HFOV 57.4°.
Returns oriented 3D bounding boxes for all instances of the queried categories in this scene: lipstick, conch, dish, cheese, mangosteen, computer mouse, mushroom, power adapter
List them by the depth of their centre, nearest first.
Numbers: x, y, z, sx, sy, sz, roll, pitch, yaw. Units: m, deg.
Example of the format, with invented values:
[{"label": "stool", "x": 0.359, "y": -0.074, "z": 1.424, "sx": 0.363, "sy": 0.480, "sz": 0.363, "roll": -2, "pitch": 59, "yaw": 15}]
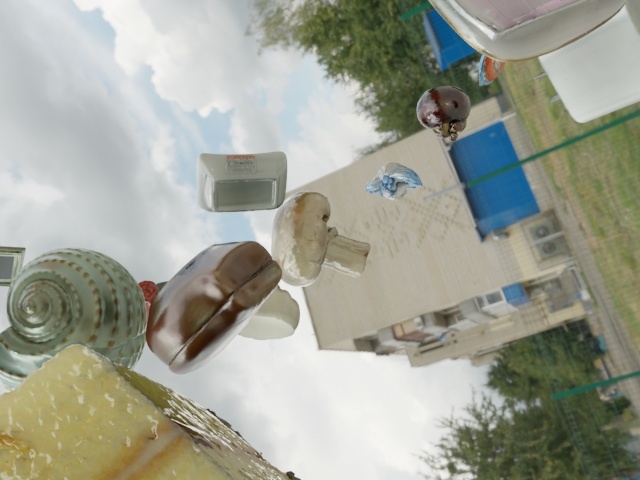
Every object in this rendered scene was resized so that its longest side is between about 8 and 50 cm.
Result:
[{"label": "computer mouse", "x": 0.217, "y": -0.254, "z": 0.604, "sx": 0.125, "sy": 0.245, "sz": 0.056, "roll": 54, "pitch": 156, "yaw": 17}, {"label": "power adapter", "x": 0.519, "y": -0.332, "z": 1.098, "sx": 0.124, "sy": 0.255, "sz": 0.187, "roll": -37, "pitch": -82, "yaw": -28}, {"label": "conch", "x": -0.443, "y": 0.174, "z": 1.123, "sx": 0.319, "sy": 0.215, "sz": 0.302, "roll": 26, "pitch": -106, "yaw": -53}, {"label": "dish", "x": -0.178, "y": -0.125, "z": 1.363, "sx": 0.077, "sy": 0.213, "sz": 0.151, "roll": -113, "pitch": 25, "yaw": -50}, {"label": "mangosteen", "x": 0.299, "y": -0.302, "z": 1.401, "sx": 0.140, "sy": 0.140, "sz": 0.140, "roll": 54, "pitch": -157, "yaw": -35}, {"label": "cheese", "x": 0.487, "y": -0.514, "z": 1.557, "sx": 0.037, "sy": 0.256, "sz": 0.106, "roll": 27, "pitch": 163, "yaw": 35}, {"label": "lipstick", "x": -0.458, "y": 0.216, "z": 1.618, "sx": 0.279, "sy": 0.073, "sz": 0.073, "roll": 94, "pitch": 171, "yaw": -52}, {"label": "mushroom", "x": 0.000, "y": 0.000, "z": 1.721, "sx": 0.292, "sy": 0.290, "sz": 0.292, "roll": -172, "pitch": 90, "yaw": -83}]

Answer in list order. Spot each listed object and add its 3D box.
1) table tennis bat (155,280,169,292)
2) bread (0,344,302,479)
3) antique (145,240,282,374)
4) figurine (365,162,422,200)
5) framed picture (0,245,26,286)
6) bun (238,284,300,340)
[{"label": "table tennis bat", "x": -0.464, "y": 0.180, "z": 1.803, "sx": 0.022, "sy": 0.131, "sz": 0.235, "roll": 30, "pitch": -160, "yaw": 31}, {"label": "bread", "x": -0.181, "y": 0.334, "z": 0.732, "sx": 0.346, "sy": 0.242, "sz": 0.404, "roll": 38, "pitch": 166, "yaw": 27}, {"label": "antique", "x": -0.174, "y": 0.102, "z": 0.938, "sx": 0.129, "sy": 0.278, "sz": 0.223, "roll": 46, "pitch": -130, "yaw": 3}, {"label": "figurine", "x": 0.153, "y": -0.114, "z": 1.181, "sx": 0.114, "sy": 0.114, "sz": 0.079, "roll": 26, "pitch": -132, "yaw": -63}, {"label": "framed picture", "x": -0.825, "y": 0.058, "z": 1.299, "sx": 0.294, "sy": 0.231, "sz": 0.018, "roll": 4, "pitch": -116, "yaw": -28}, {"label": "bun", "x": -0.131, "y": 0.161, "z": 1.405, "sx": 0.173, "sy": 0.173, "sz": 0.119, "roll": 45, "pitch": -139, "yaw": -49}]
